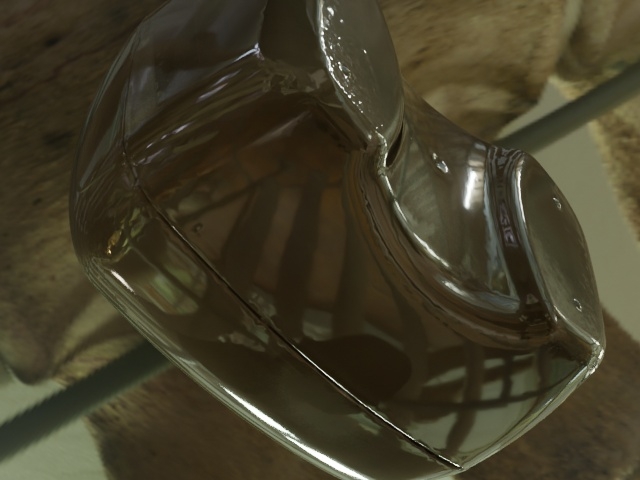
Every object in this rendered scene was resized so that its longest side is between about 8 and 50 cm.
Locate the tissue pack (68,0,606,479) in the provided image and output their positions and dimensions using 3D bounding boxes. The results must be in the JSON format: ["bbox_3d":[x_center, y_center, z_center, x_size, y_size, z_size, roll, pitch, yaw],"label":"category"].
[{"bbox_3d":[0.000,0.000,1.049,0.277,0.267,0.387,-36,-59,23],"label":"tissue pack"}]
